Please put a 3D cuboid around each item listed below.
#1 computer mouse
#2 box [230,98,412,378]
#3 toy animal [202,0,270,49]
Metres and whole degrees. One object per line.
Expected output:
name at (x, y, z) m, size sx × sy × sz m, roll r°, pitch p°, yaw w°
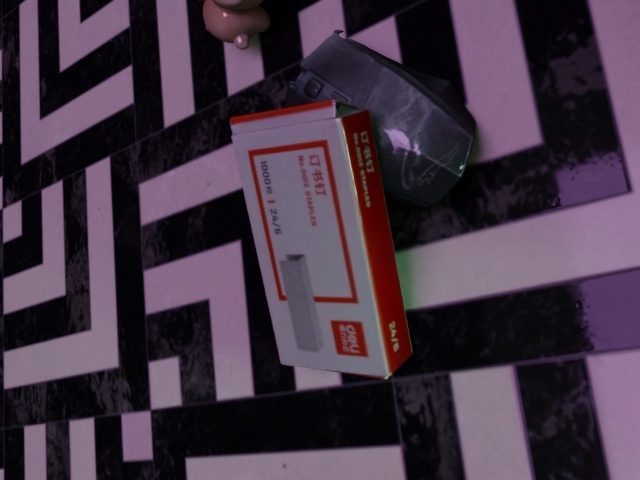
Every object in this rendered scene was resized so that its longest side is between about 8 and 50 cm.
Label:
computer mouse at (0.037, -0.111, 0.600) m, size 0.231 × 0.071 × 0.126 m, roll 41°, pitch 108°, yaw 35°
box at (0.000, 0.000, 0.575) m, size 0.123 × 0.050 × 0.229 m, roll -1°, pitch 106°, yaw 37°
toy animal at (-0.081, -0.247, 0.717) m, size 0.114 × 0.091 × 0.081 m, roll 26°, pitch 128°, yaw 50°
